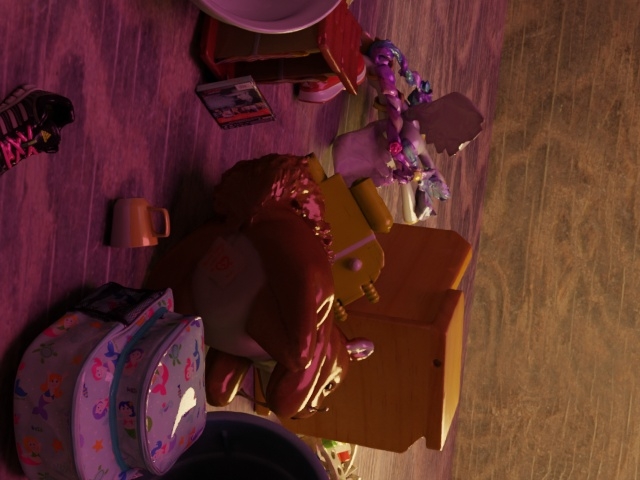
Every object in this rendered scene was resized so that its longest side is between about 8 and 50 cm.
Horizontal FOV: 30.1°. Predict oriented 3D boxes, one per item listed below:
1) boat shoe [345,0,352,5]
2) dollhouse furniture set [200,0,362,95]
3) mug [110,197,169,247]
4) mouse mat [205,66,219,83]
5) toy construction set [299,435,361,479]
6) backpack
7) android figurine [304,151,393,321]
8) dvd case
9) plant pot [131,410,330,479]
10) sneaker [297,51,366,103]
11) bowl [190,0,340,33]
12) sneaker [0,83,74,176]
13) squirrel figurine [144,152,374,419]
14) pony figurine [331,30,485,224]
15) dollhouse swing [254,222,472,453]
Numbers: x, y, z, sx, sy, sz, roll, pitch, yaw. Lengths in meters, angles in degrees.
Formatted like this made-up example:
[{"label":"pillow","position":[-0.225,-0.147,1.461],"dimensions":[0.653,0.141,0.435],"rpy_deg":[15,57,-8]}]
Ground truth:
[{"label":"boat shoe","position":[0.025,-0.513,2.073],"dimensions":[0.285,0.105,0.089],"rpy_deg":[69,32,-54]},{"label":"dollhouse furniture set","position":[-0.040,-0.408,1.802],"dimensions":[0.152,0.201,0.374],"rpy_deg":[47,47,-61]},{"label":"mug","position":[-0.241,-0.025,1.573],"dimensions":[0.062,0.078,0.064],"rpy_deg":[-167,-106,-78]},{"label":"mouse mat","position":[-0.130,-0.304,1.868],"dimensions":[0.152,0.007,0.189],"rpy_deg":[53,48,-63]},{"label":"toy construction set","position":[0.020,0.430,2.326],"dimensions":[0.328,0.151,0.215],"rpy_deg":[32,42,-76]},{"label":"backpack","position":[-0.256,0.190,1.456],"dimensions":[0.253,0.191,0.225],"rpy_deg":[-35,131,-57]},{"label":"android figurine","position":[0.000,0.000,1.980],"dimensions":[0.273,0.248,0.056],"rpy_deg":[63,2,-1]},{"label":"dvd case","position":[-0.126,-0.207,1.797],"dimensions":[0.119,0.087,0.013],"rpy_deg":[53,31,-62]},{"label":"plant pot","position":[-0.139,0.476,1.702],"dimensions":[0.334,0.341,0.341],"rpy_deg":[86,21,-51]},{"label":"sneaker","position":[0.025,-0.341,2.163],"dimensions":[0.221,0.087,0.128],"rpy_deg":[-53,146,-56]},{"label":"bowl","position":[-0.106,-0.414,1.623],"dimensions":[0.298,0.134,0.297],"rpy_deg":[3,84,-29]},{"label":"sneaker","position":[-0.325,-0.114,1.298],"dimensions":[0.170,0.075,0.063],"rpy_deg":[-60,150,-47]},{"label":"squirrel figurine","position":[-0.051,0.079,1.791],"dimensions":[0.370,0.281,0.397],"rpy_deg":[45,46,-54]},{"label":"pony figurine","position":[0.163,-0.206,2.396],"dimensions":[0.363,0.303,0.351],"rpy_deg":[68,3,-48]},{"label":"dollhouse swing","position":[0.096,0.160,2.153],"dimensions":[0.305,0.347,0.315],"rpy_deg":[-41,135,-63]}]
